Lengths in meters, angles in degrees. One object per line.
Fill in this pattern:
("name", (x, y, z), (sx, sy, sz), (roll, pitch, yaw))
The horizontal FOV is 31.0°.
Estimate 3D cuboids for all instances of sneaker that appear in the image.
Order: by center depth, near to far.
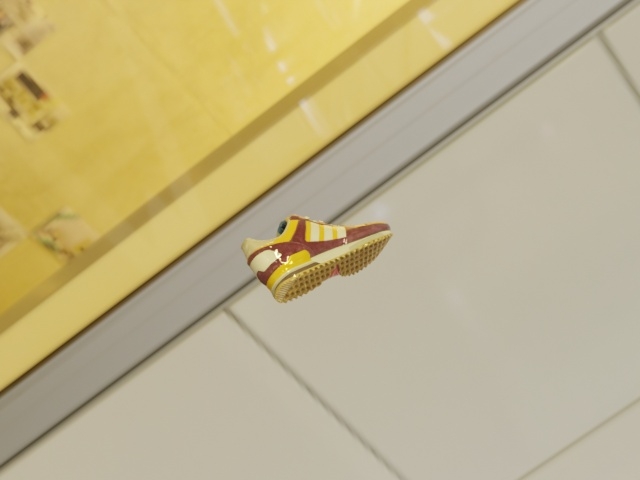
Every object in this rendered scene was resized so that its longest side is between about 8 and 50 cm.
("sneaker", (0.000, 0.000, 1.268), (0.185, 0.069, 0.084), (-21, 63, -42))
